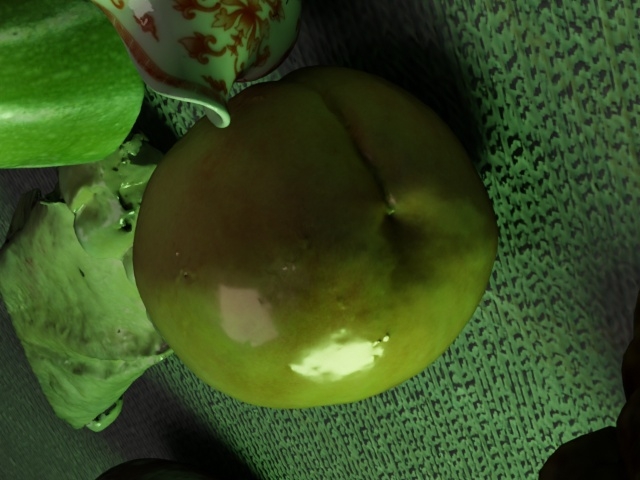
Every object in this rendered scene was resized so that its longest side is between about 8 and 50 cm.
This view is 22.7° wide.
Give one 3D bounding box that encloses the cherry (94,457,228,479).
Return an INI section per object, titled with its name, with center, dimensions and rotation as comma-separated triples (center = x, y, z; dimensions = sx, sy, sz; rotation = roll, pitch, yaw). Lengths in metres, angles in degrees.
[cherry]
center = -0.113, 0.305, 1.360
dimensions = 0.285, 0.213, 0.236
rotation = 37, 145, 38

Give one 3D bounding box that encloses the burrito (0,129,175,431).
[burrito]
center = -0.156, 0.025, 1.155
dimensions = 0.175, 0.107, 0.348
rotation = 60, 152, 6

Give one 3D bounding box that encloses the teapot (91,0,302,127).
[teapot]
center = -0.087, -0.144, 0.793
dimensions = 0.159, 0.116, 0.245
rotation = 16, -168, -32

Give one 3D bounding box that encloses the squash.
[squash]
center = -0.190, -0.113, 0.935
dimensions = 0.170, 0.123, 0.170
rotation = 24, 127, 37

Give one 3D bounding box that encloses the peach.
[peach]
center = 0.000, 0.000, 0.806
dimensions = 0.184, 0.184, 0.184
rotation = 35, 152, 22

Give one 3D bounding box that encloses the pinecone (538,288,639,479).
[pinecone]
center = 0.252, 0.130, 0.450
dimensions = 0.384, 0.384, 0.384
rotation = 35, 152, 22
